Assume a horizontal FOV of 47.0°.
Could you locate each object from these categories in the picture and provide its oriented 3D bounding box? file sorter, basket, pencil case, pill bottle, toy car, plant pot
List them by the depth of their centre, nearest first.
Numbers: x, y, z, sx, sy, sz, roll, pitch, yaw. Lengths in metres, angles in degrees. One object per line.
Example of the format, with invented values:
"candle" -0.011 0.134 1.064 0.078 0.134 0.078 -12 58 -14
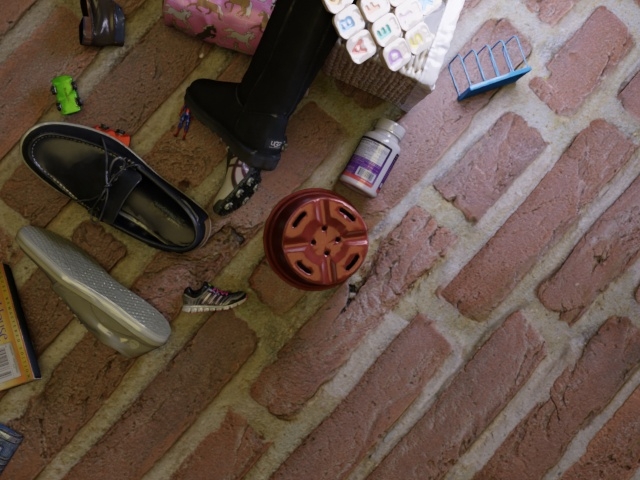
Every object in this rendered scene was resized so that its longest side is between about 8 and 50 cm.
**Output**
"basket" 0.180 -0.528 1.785 0.266 0.331 0.328 20 89 -4
"plant pot" 0.000 0.000 1.803 0.272 0.265 0.272 0 91 -6
"pencil case" -0.195 -0.563 1.833 0.386 0.167 0.160 18 56 -6
"toy car" -0.612 -0.300 1.842 0.239 0.053 0.225 -16 92 -6
"pill bottle" 0.139 -0.214 1.893 0.108 0.108 0.193 30 87 -6
"file sorter" 0.436 -0.450 1.918 0.170 0.118 0.104 -19 90 -5

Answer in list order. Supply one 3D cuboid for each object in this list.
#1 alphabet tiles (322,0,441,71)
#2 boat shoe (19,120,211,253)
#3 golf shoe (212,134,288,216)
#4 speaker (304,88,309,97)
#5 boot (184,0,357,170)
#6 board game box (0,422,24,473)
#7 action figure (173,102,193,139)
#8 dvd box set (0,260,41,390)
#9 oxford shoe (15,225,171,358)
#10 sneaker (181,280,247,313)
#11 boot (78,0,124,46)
"alphabet tiles" 0.135 -0.508 1.541 0.278 0.021 0.284 -38 115 -21
"boat shoe" -0.487 -0.124 1.774 0.500 0.156 0.186 33 97 -13
"golf shoe" -0.200 -0.186 1.876 0.120 0.105 0.273 35 83 12
"speaker" -0.098 -0.400 1.894 0.136 0.055 0.055 5 90 -5
"boot" -0.127 -0.441 1.695 0.367 0.146 0.445 44 120 34
"board game box" -0.852 0.486 1.823 0.194 0.060 0.194 31 88 -5
"action figure" -0.342 -0.318 1.883 0.038 0.030 0.115 17 87 -1
"dvd box set" -0.926 0.261 1.784 0.420 0.062 0.307 -20 81 -6
"oxford shoe" -0.575 0.135 1.807 0.449 0.169 0.130 41 107 -6
"sneaker" -0.273 0.139 1.877 0.170 0.063 0.074 -7 98 -1
"boot" -0.545 -0.588 1.848 0.106 0.082 0.219 3 86 -28
